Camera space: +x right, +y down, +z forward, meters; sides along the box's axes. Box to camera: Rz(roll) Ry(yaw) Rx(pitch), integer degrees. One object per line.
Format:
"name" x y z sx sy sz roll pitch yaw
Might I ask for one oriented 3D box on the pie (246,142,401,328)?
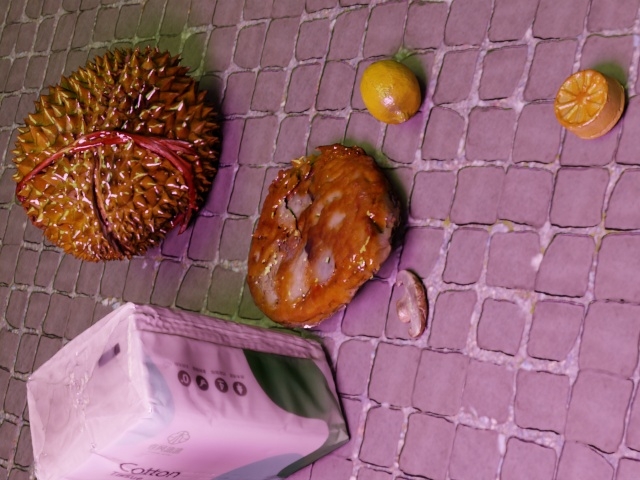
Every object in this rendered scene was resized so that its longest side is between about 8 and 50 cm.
"pie" -0.001 -0.001 1.825 0.308 0.085 0.308 -28 52 43

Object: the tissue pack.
"tissue pack" -0.178 0.233 1.734 0.266 0.356 0.194 -35 55 35

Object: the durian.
"durian" -0.335 -0.133 2.098 0.347 0.347 0.384 -29 24 39

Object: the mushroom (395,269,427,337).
"mushroom" 0.121 0.083 1.705 0.049 0.019 0.101 -38 50 35

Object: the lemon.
"lemon" 0.099 -0.207 1.790 0.082 0.082 0.110 -50 43 24

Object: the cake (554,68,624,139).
"cake" 0.325 -0.165 1.544 0.084 0.044 0.084 -19 62 42
